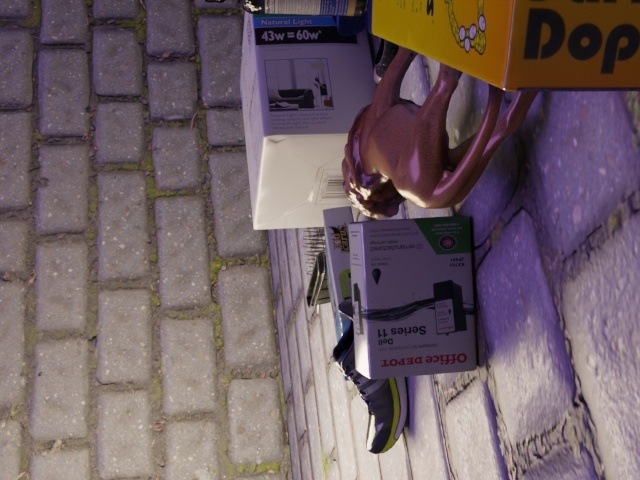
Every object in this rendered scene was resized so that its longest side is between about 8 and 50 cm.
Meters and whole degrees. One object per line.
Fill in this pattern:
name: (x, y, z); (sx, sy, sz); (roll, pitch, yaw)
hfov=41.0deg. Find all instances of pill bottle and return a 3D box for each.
pill bottle: (-0.045, -0.363, 1.138); (0.123, 0.219, 0.123); (-179, 90, -87)

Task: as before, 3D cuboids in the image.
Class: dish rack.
dish rack: (0.000, 0.000, 2.014); (0.208, 0.074, 0.272); (106, 159, -59)

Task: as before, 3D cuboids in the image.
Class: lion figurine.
lion figurine: (0.118, -0.114, 1.033); (0.392, 0.142, 0.240); (-107, 39, -77)

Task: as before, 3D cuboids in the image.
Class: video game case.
video game case: (0.051, 0.109, 1.684); (0.270, 0.061, 0.244); (86, 177, -56)

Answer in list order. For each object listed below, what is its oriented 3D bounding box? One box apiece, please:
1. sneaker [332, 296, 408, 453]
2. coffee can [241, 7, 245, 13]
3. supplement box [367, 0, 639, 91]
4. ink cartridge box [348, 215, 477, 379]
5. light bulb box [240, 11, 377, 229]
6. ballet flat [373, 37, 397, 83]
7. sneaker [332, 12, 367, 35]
sneaker: (0.082, 0.226, 1.486); (0.111, 0.121, 0.300); (-142, 50, -77)
coffee can: (-0.102, -0.687, 2.045); (0.201, 0.201, 0.276); (111, 155, -65)
supplement box: (0.173, -0.240, 0.667); (0.356, 0.194, 0.195); (-119, 29, -68)
ink cartridge box: (0.123, 0.075, 1.146); (0.087, 0.152, 0.209); (-175, 81, -80)
light bulb box: (-0.033, -0.263, 1.708); (0.358, 0.225, 0.361); (106, 159, -62)
ballet flat: (0.104, -0.340, 1.424); (0.057, 0.049, 0.173); (-103, 15, -49)
sneaker: (0.051, -0.462, 1.484); (0.232, 0.081, 0.091); (105, 152, -62)
